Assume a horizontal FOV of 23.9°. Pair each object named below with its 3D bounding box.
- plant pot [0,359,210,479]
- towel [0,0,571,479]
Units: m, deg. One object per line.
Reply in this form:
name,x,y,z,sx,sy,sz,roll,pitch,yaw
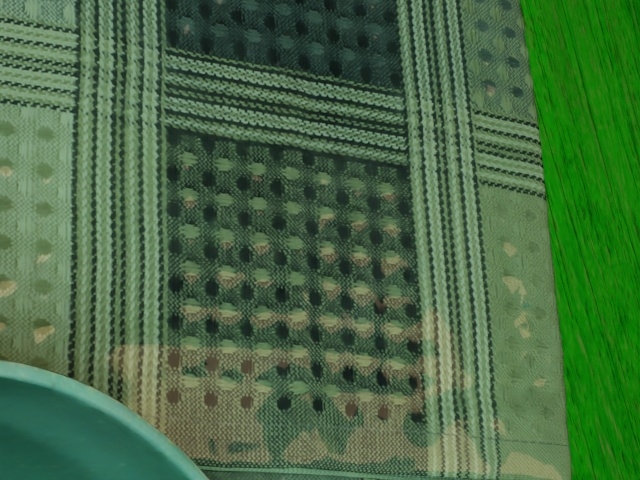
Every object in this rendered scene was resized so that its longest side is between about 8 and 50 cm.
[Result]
plant pot,-0.156,0.190,0.425,0.293,0.196,0.293,23,61,-51
towel,-0.031,-0.036,0.710,0.312,0.056,0.324,9,66,-27
